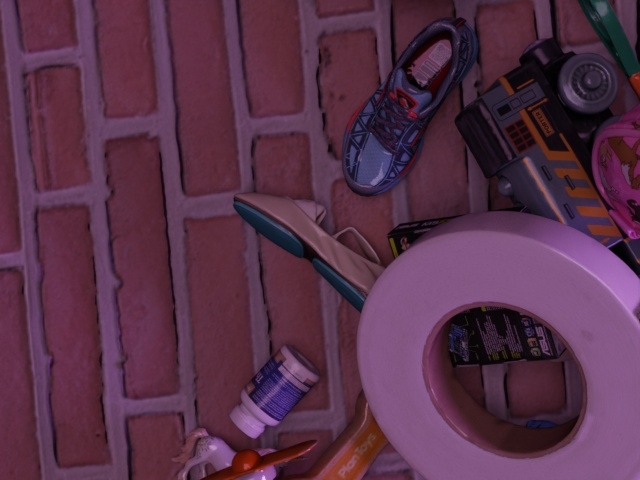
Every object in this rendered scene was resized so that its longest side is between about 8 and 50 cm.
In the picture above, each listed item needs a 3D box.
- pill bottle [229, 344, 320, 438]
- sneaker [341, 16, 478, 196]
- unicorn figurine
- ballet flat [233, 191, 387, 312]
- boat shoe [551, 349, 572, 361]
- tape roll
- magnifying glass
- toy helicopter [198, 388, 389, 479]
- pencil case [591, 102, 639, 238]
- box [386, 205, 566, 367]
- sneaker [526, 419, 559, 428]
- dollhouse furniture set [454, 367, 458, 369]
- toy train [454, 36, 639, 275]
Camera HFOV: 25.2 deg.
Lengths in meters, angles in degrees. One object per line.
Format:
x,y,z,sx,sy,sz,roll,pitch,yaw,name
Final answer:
-0.062,0.200,1.877,0.067,0.067,0.120,43,96,6,pill bottle
0.101,-0.177,1.817,0.104,0.125,0.262,31,95,8,sneaker
-0.116,0.302,1.890,0.162,0.060,0.111,29,99,5,unicorn figurine
0.000,0.000,1.868,0.248,0.086,0.086,39,96,5,ballet flat
0.341,0.104,1.827,0.137,0.049,0.043,-38,43,10,boat shoe
0.230,0.153,1.697,0.392,0.072,0.392,12,117,25,tape roll
0.384,-0.232,1.801,0.026,0.092,0.231,-30,96,4,magnifying glass
-0.011,0.312,1.833,0.235,0.140,0.355,41,80,-12,toy helicopter
0.487,-0.147,1.661,0.386,0.160,0.167,-32,113,-25,pencil case
0.192,0.061,1.749,0.184,0.045,0.191,-8,108,37,box
0.270,0.331,1.835,0.082,0.069,0.209,21,101,35,sneaker
0.202,0.085,1.806,0.151,0.123,0.144,-15,88,9,dollhouse furniture set
0.311,-0.081,1.761,0.190,0.142,0.334,-29,88,-11,toy train
